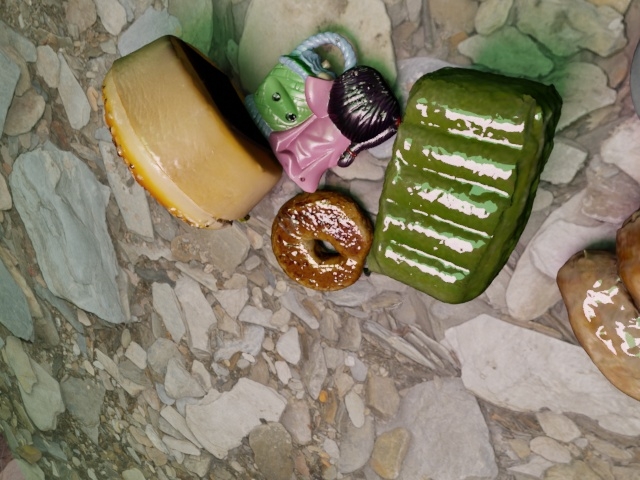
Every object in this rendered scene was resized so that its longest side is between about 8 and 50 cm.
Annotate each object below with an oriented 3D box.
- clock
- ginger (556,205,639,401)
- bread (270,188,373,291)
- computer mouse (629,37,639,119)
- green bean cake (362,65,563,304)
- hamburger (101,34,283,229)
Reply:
[{"bbox_3d":[0.004,-0.199,0.682,0.195,0.100,0.194,-31,93,25],"label":"clock"},{"bbox_3d":[0.403,0.067,0.496,0.245,0.155,0.304,53,165,30],"label":"ginger"},{"bbox_3d":[0.000,0.000,0.780,0.193,0.064,0.194,8,114,18],"label":"bread"},{"bbox_3d":[0.486,-0.121,0.452,0.370,0.122,0.188,37,120,6],"label":"computer mouse"},{"bbox_3d":[0.178,-0.072,0.549,0.156,0.250,0.247,21,116,20],"label":"green bean cake"},{"bbox_3d":[-0.190,-0.150,0.687,0.176,0.300,0.300,-32,92,12],"label":"hamburger"}]
